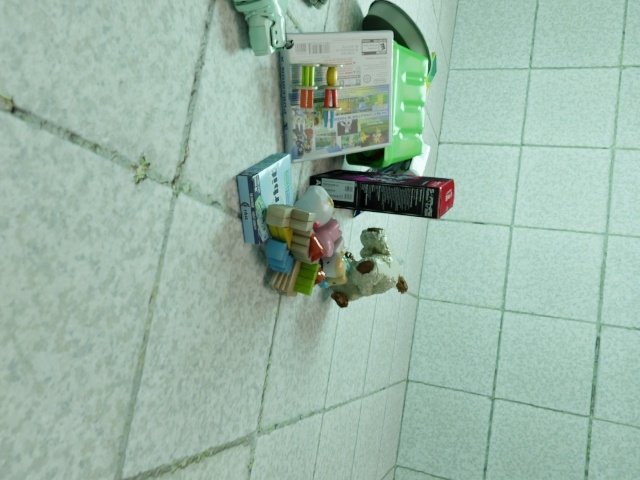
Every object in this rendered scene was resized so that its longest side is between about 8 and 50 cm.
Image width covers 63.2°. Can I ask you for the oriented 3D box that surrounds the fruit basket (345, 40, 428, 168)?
[{"bbox_3d":[0.127,-0.399,1.538,0.391,0.283,0.393,-6,103,-24],"label":"fruit basket"}]

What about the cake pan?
[{"bbox_3d":[0.238,-0.632,1.682,0.054,0.293,0.293,-41,148,-7],"label":"cake pan"}]

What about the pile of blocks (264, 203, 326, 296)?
[{"bbox_3d":[-0.047,0.050,1.239,0.362,0.112,0.149,76,34,-58],"label":"pile of blocks"}]

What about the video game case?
[{"bbox_3d":[0.050,-0.367,1.315,0.328,0.036,0.300,-15,115,-31],"label":"video game case"}]

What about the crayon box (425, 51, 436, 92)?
[{"bbox_3d":[0.291,-0.580,1.883,0.319,0.202,0.081,-60,149,-44],"label":"crayon box"}]

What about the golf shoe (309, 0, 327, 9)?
[{"bbox_3d":[-0.003,-0.675,1.316,0.086,0.069,0.177,-69,167,-85],"label":"golf shoe"}]

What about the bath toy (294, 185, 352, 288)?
[{"bbox_3d":[0.000,0.000,1.420,0.151,0.128,0.348,57,-7,36],"label":"bath toy"}]

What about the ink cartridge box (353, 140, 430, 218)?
[{"bbox_3d":[0.218,-0.207,1.762,0.065,0.332,0.166,37,50,-20],"label":"ink cartridge box"}]

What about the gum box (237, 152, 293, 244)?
[{"bbox_3d":[-0.119,-0.099,1.182,0.184,0.041,0.157,-48,141,-57],"label":"gum box"}]

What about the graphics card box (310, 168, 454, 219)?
[{"bbox_3d":[0.180,-0.139,1.486,0.232,0.370,0.094,-28,122,-63],"label":"graphics card box"}]

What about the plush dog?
[{"bbox_3d":[0.136,0.114,1.664,0.211,0.225,0.263,52,33,-26],"label":"plush dog"}]

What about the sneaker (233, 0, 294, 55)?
[{"bbox_3d":[-0.122,-0.441,0.997,0.256,0.094,0.151,-20,109,-69],"label":"sneaker"}]

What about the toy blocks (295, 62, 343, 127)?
[{"bbox_3d":[-0.003,-0.340,1.228,0.123,0.054,0.148,-12,113,-33],"label":"toy blocks"}]
